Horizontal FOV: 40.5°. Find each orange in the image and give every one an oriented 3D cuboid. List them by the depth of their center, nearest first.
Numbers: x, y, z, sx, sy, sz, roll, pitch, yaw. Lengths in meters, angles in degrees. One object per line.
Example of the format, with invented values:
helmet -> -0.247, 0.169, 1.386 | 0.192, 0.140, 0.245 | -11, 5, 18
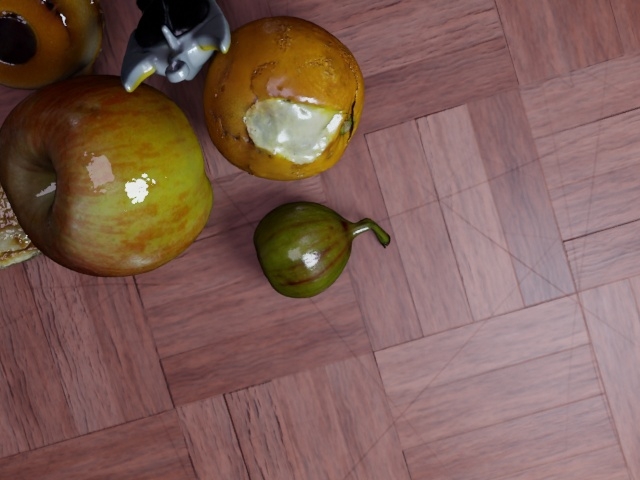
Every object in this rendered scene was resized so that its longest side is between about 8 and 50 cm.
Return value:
orange -> -0.052, -0.200, 1.244 | 0.240, 0.240, 0.240 | 0, 94, 3

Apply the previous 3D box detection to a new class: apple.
apple -> -0.292, -0.095, 1.248 | 0.301, 0.301, 0.301 | 0, 94, 3

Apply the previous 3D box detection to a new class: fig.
fig -> -0.005, 0.010, 1.302 | 0.186, 0.142, 0.148 | -20, 120, 16

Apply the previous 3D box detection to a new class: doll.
doll -> -0.208, -0.311, 1.227 | 0.145, 0.316, 0.103 | -3, 135, -9

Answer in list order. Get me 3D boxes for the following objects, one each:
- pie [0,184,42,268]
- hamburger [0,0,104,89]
pie -> -0.488, -0.051, 1.349 | 0.205, 0.084, 0.179 | -23, 96, -3
hamburger -> -0.433, -0.328, 1.279 | 0.237, 0.147, 0.237 | 0, 126, 0
